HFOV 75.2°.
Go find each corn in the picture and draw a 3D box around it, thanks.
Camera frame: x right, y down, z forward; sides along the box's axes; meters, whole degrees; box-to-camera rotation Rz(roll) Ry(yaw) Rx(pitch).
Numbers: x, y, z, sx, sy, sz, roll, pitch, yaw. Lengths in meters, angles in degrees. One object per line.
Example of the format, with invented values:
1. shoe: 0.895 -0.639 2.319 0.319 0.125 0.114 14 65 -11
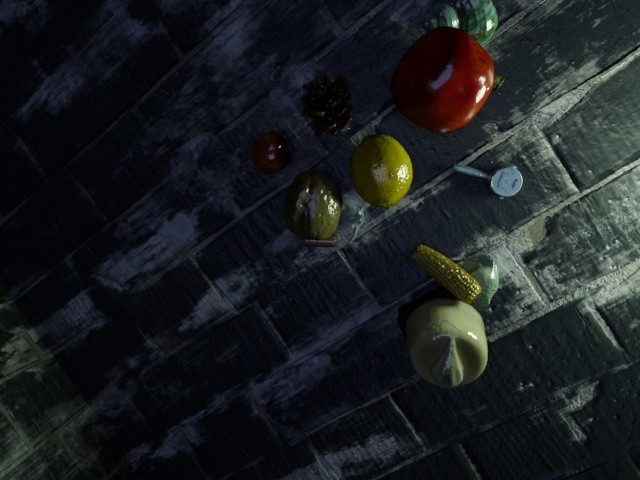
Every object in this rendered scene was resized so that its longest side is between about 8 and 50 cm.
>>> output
1. corn: 0.492 0.128 1.607 0.310 0.102 0.101 44 106 28

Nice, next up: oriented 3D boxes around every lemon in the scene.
1. lemon: 0.227 -0.258 1.560 0.236 0.235 0.263 -30 113 15

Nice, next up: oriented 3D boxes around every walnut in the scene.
1. walnut: -0.025 -0.135 1.632 0.228 0.283 0.282 22 106 38

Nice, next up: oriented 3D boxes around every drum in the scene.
1. drum: 0.639 -0.259 1.569 0.253 0.049 0.130 33 105 4

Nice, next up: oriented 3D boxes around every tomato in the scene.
1. tomato: 0.417 -0.544 1.435 0.293 0.289 0.325 34 109 -24

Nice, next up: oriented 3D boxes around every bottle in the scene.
1. bottle: 0.000 0.000 1.738 0.140 0.053 0.053 3 101 10

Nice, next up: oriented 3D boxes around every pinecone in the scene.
1. pinecone: 0.021 -0.521 1.571 0.203 0.201 0.228 -18 71 0

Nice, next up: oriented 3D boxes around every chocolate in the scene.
1. chocolate: 0.474 0.384 1.582 0.314 0.297 0.325 -33 93 20

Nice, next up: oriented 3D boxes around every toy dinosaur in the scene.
1. toy dinosaur: 0.148 -0.069 1.683 0.039 0.082 0.208 24 106 10

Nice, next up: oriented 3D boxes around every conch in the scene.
1. conch: 0.481 -0.786 1.454 0.278 0.195 0.220 -15 128 -11

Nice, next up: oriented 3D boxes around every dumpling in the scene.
1. dumpling: 0.616 0.158 1.620 0.153 0.108 0.218 4 98 10

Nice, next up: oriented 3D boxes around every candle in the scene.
1. candle: 0.598 -0.598 1.516 0.131 0.052 0.051 33 104 6

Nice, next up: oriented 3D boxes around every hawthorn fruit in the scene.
1. hawthorn fruit: -0.217 -0.340 1.668 0.194 0.157 0.156 -26 94 11
